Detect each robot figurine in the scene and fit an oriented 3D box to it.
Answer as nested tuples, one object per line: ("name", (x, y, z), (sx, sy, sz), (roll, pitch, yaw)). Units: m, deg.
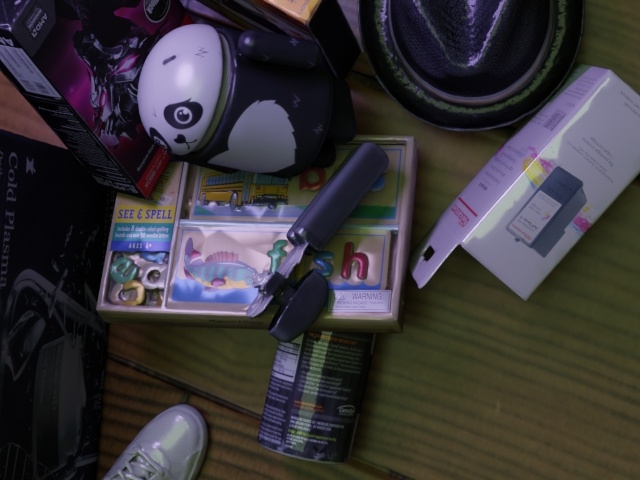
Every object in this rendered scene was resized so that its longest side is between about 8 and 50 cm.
("robot figurine", (-0.093, -0.172, 1.732), (0.278, 0.173, 0.209), (11, 103, -28))

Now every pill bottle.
("pill bottle", (0.002, 0.168, 1.840), (0.130, 0.130, 0.246), (12, 89, 12))

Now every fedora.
("fedora", (0.185, -0.312, 1.748), (0.334, 0.152, 0.334), (-1, 87, 12))

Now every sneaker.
("sneaker", (-0.273, 0.353, 1.872), (0.108, 0.169, 0.292), (38, 94, 13))

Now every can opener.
("can opener", (0.000, 0.000, 1.740), (0.093, 0.074, 0.280), (36, 76, -12))

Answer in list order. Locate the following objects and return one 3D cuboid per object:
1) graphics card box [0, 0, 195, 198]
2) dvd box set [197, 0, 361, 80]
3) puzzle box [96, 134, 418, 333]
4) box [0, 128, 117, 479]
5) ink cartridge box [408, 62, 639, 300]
("graphics card box", (-0.275, -0.247, 1.727), (0.094, 0.371, 0.233), (15, 65, 30))
("dvd box set", (-0.153, -0.365, 1.805), (0.420, 0.307, 0.062), (31, 88, 11))
("puzzle box", (-0.080, -0.016, 1.821), (0.409, 0.052, 0.272), (1, 65, 12))
("box", (-0.488, 0.101, 1.771), (0.297, 0.472, 0.480), (4, 88, 11))
("ink cartridge box", (0.272, -0.054, 1.748), (0.119, 0.207, 0.353), (40, 97, -8))
